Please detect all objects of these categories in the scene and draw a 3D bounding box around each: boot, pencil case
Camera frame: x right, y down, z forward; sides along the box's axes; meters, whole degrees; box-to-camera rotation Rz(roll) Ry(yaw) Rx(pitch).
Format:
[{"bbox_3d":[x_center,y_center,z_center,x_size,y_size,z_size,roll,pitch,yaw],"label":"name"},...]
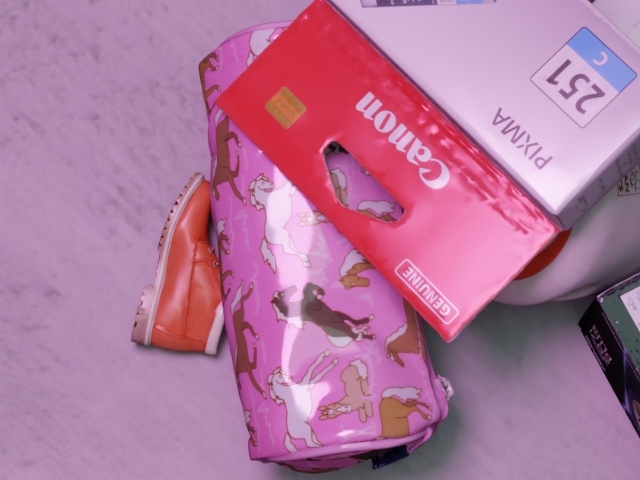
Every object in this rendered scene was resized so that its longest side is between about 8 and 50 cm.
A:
[{"bbox_3d":[-0.105,0.022,1.670,0.084,0.059,0.158,15,88,2],"label":"boot"},{"bbox_3d":[0.000,0.000,1.619,0.167,0.160,0.386,0,75,-37],"label":"pencil case"}]

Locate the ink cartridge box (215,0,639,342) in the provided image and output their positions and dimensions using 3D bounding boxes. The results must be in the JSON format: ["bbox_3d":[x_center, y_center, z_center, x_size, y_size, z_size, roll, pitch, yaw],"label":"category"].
[{"bbox_3d":[0.090,-0.114,1.498,0.261,0.066,0.296,-45,70,1],"label":"ink cartridge box"}]

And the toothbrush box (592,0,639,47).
[{"bbox_3d":[0.385,-0.191,1.661,0.283,0.122,0.206,-42,78,-8],"label":"toothbrush box"}]

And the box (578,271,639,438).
[{"bbox_3d":[0.295,0.118,1.589,0.077,0.147,0.180,-27,80,-4],"label":"box"}]

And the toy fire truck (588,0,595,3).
[{"bbox_3d":[0.157,-0.328,1.700,0.217,0.158,0.246,8,59,-2],"label":"toy fire truck"}]

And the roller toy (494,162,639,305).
[{"bbox_3d":[0.187,-0.046,1.587,0.191,0.146,0.209,46,121,28],"label":"roller toy"}]
